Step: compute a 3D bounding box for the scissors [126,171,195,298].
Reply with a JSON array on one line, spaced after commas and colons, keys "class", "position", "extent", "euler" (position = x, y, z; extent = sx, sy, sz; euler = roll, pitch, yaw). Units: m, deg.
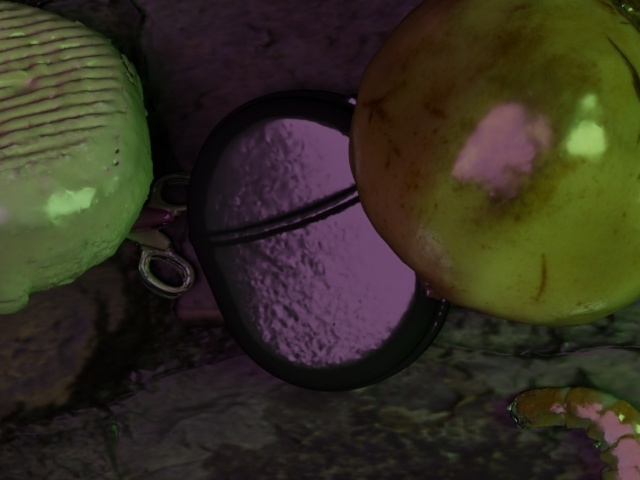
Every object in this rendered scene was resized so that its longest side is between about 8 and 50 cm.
[{"class": "scissors", "position": [-0.210, -0.020, 1.724], "extent": [0.187, 0.020, 0.134], "euler": [14, 98, 15]}]

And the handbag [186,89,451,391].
[{"class": "handbag", "position": [0.000, 0.000, 1.623], "extent": [0.253, 0.093, 0.308], "euler": [-21, 94, 21]}]

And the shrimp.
[{"class": "shrimp", "position": [0.250, 0.222, 1.614], "extent": [0.166, 0.049, 0.161], "euler": [19, 103, 15]}]

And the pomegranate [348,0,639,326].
[{"class": "pomegranate", "position": [0.185, -0.081, 1.449], "extent": [0.332, 0.332, 0.333], "euler": [4, 102, 17]}]

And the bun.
[{"class": "bun", "position": [-0.332, -0.073, 1.615], "extent": [0.359, 0.360, 0.211], "euler": [15, 136, 14]}]
